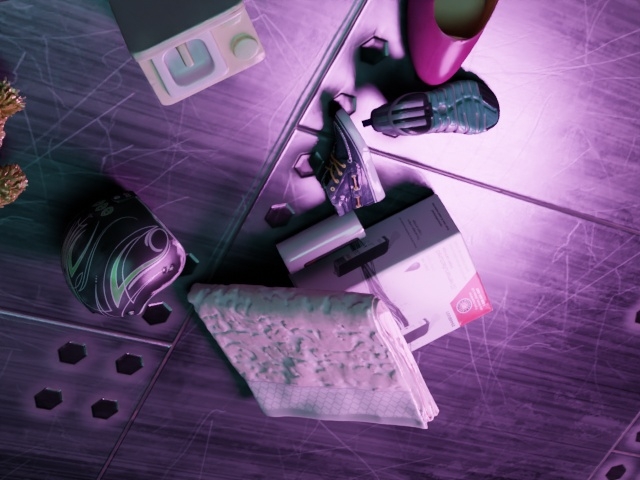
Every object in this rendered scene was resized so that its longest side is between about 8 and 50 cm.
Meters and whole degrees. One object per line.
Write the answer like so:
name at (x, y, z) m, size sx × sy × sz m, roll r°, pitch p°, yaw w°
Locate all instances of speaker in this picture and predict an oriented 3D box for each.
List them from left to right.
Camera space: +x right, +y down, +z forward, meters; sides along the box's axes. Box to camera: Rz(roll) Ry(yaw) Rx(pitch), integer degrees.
speaker at (0.000, 0.000, 2.159) m, size 0.136 × 0.055 × 0.055 m, roll -27°, pitch 131°, yaw 0°

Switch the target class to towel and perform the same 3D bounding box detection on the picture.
towel at (-0.010, 0.183, 2.172) m, size 0.332 × 0.053 × 0.317 m, roll 1°, pitch 139°, yaw 29°

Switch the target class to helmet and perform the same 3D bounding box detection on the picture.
helmet at (-0.295, 0.025, 1.991) m, size 0.161 × 0.169 × 0.169 m, roll -42°, pitch 132°, yaw -8°

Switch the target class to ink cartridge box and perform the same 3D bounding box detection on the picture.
ink cartridge box at (0.113, 0.080, 2.225) m, size 0.273 × 0.114 × 0.197 m, roll -27°, pitch 131°, yaw 2°

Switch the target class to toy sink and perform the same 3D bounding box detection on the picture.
toy sink at (-0.170, -0.274, 1.758) m, size 0.153 × 0.234 × 0.131 m, roll -27°, pitch 131°, yaw -1°

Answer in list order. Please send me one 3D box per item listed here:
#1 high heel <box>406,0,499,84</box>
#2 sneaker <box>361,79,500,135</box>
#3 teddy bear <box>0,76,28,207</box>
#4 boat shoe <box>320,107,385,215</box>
high heel at (0.219, -0.350, 1.888) m, size 0.127 × 0.181 × 0.377 m, roll -2°, pitch 127°, yaw -21°
sneaker at (0.168, -0.196, 2.077) m, size 0.224 × 0.098 × 0.083 m, roll -5°, pitch 92°, yaw -40°
teddy bear at (-0.517, -0.090, 1.846) m, size 0.245 × 0.113 × 0.338 m, roll 28°, pitch 112°, yaw -33°
boat shoe at (0.035, -0.111, 2.077) m, size 0.083 × 0.065 × 0.183 m, roll -26°, pitch 132°, yaw -2°
